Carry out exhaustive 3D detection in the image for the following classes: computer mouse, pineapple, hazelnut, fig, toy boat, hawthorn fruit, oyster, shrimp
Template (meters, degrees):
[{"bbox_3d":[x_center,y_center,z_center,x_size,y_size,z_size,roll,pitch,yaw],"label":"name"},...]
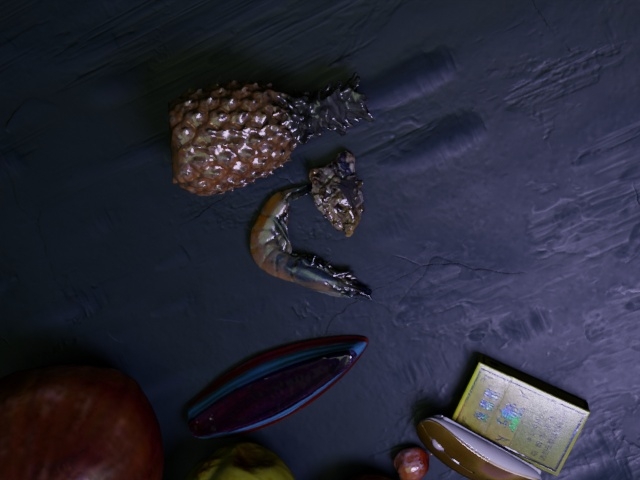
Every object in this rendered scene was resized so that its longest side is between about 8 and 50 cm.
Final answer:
[{"bbox_3d":[0.287,0.400,1.729,0.245,0.126,0.056,31,61,-4],"label":"computer mouse"},{"bbox_3d":[-0.090,-0.205,1.671,0.362,0.202,0.202,-14,97,5],"label":"pineapple"},{"bbox_3d":[-0.499,0.417,1.746,0.421,0.421,0.352,22,119,7],"label":"hazelnut"},{"bbox_3d":[-0.135,0.517,1.774,0.239,0.239,0.271,-39,106,14],"label":"fig"},{"bbox_3d":[-0.084,0.282,1.812,0.392,0.079,0.136,-27,95,17],"label":"toy boat"},{"bbox_3d":[0.190,0.418,1.785,0.103,0.067,0.066,-28,93,7],"label":"hawthorn fruit"},{"bbox_3d":[0.039,-0.081,1.718,0.103,0.051,0.148,-24,95,-10],"label":"oyster"},{"bbox_3d":[0.000,0.000,1.755,0.262,0.051,0.198,24,103,9],"label":"shrimp"}]

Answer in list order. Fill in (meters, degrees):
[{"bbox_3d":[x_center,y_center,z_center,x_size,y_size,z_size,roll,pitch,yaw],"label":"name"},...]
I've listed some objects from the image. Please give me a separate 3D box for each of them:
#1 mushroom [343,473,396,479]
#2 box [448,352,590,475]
[{"bbox_3d":[0.088,0.534,1.792,0.231,0.138,0.194,-11,90,3],"label":"mushroom"},{"bbox_3d":[0.362,0.319,1.733,0.220,0.064,0.141,23,105,4],"label":"box"}]
